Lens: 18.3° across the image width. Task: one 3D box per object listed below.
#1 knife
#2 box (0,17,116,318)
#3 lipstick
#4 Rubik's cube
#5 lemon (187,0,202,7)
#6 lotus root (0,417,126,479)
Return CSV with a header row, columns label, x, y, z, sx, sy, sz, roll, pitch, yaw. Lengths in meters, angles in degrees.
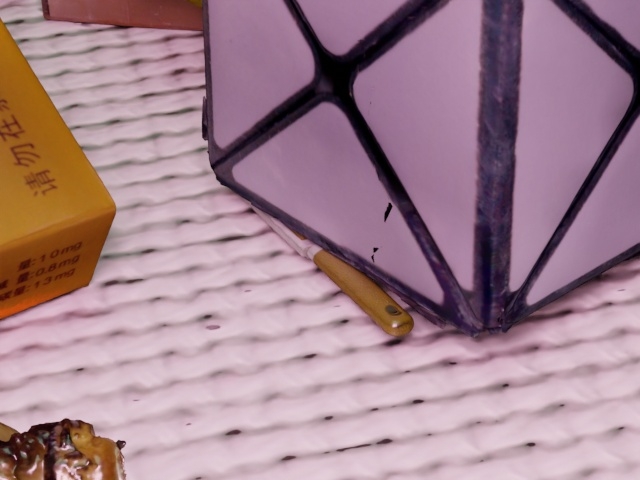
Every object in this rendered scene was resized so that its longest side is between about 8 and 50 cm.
label,x,y,z,sx,sy,sz,roll,pitch,yaw
knife,0.000,0.001,1.404,0.046,0.022,0.256,-16,36,-25
box,-0.377,-0.026,1.291,0.415,0.116,0.264,-20,67,-30
lipstick,-0.160,-0.208,1.666,0.145,0.045,0.045,5,37,8
Rubik's cube,0.115,-0.159,1.366,0.307,0.310,0.305,-26,40,-34
lemon,-0.035,-0.304,1.552,0.310,0.258,0.258,-38,42,3
lotus root,-0.246,0.182,1.084,0.314,0.141,0.169,-16,36,-2
